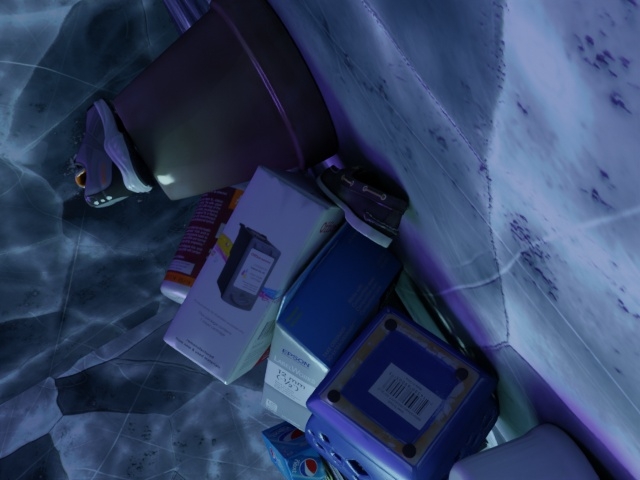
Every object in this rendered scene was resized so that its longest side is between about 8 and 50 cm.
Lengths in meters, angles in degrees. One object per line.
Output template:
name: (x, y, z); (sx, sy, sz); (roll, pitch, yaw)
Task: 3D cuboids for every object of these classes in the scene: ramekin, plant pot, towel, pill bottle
ramekin: (0.256, 0.371, 0.897); (0.277, 0.135, 0.277); (166, 90, -86)
plant pot: (-0.172, -0.215, 1.240); (0.323, 0.281, 0.323); (60, 175, 8)
towel: (-0.012, 0.459, 1.612); (0.148, 0.027, 0.110); (50, 168, 51)
pill bottle: (-0.199, -0.014, 1.774); (0.224, 0.392, 0.224); (21, 167, 5)
plant pot: (0.122, 0.255, 1.129); (0.236, 0.236, 0.212); (34, 158, 23)

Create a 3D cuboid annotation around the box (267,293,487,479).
box: (0.073, 0.307, 1.668); (0.471, 0.298, 0.480); (57, 173, 6)

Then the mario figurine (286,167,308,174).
mario figurine: (-0.031, -0.062, 1.556); (0.198, 0.170, 0.320); (38, -169, 2)

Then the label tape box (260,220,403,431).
label tape box: (0.026, 0.130, 1.236); (0.115, 0.249, 0.347); (31, 143, 12)

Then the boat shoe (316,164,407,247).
boat shoe: (0.060, -0.066, 1.068); (0.081, 0.068, 0.227); (27, -167, -28)

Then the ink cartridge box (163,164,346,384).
ink cartridge box: (-0.085, 0.047, 1.179); (0.131, 0.306, 0.226); (31, -171, 11)

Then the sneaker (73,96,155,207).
sneaker: (-0.350, -0.144, 1.198); (0.100, 0.108, 0.271); (62, 176, -38)

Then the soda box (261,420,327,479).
soda box: (-0.056, 0.426, 1.501); (0.071, 0.067, 0.210); (71, 163, -6)
